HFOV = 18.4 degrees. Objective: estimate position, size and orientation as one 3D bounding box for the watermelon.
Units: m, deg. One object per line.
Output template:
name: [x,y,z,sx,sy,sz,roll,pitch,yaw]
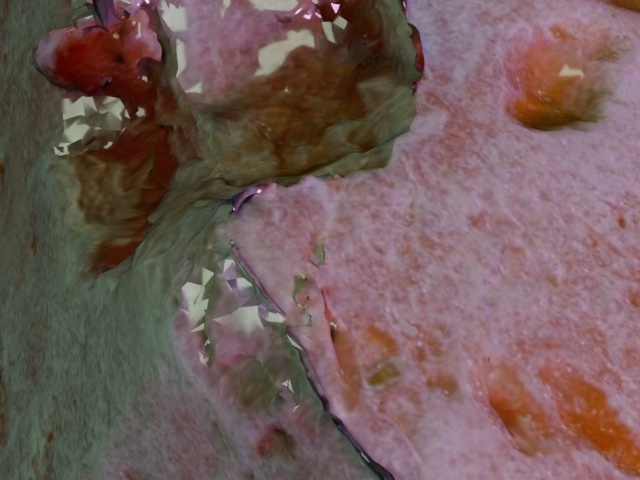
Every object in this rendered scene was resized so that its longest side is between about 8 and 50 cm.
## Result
watermelon: [0.006,0.000,0.466,0.188,0.175,0.321,125,137,-50]
